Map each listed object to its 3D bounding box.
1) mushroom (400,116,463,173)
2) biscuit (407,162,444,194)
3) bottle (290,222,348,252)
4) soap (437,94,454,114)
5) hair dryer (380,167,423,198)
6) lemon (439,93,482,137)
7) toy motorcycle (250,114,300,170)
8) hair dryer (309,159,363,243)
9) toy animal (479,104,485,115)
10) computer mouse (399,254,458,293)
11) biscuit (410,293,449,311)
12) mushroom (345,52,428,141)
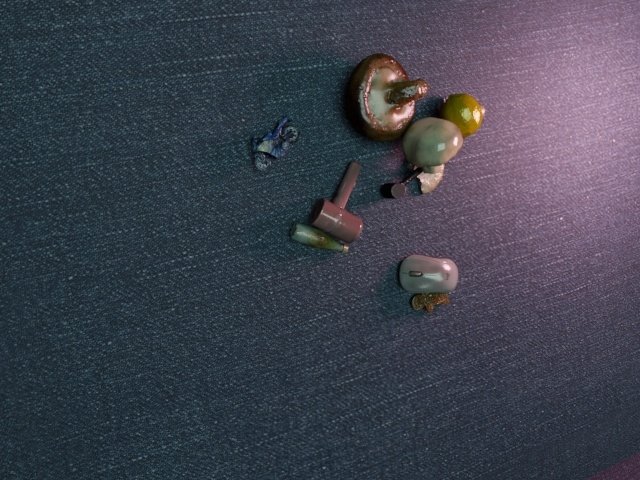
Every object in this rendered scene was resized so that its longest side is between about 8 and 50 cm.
[{"bbox_3d":[0.474,-0.390,1.734,0.253,0.260,0.234,-4,133,22],"label":"mushroom"},{"bbox_3d":[0.495,-0.348,1.896,0.188,0.040,0.266,-1,98,-18],"label":"biscuit"},{"bbox_3d":[0.000,0.000,1.767,0.269,0.083,0.083,22,91,-21],"label":"bottle"},{"bbox_3d":[0.607,-0.597,1.888,0.100,0.056,0.149,-26,104,-10],"label":"soap"},{"bbox_3d":[0.386,-0.279,1.836,0.248,0.114,0.071,-41,108,-11],"label":"hair dryer"},{"bbox_3d":[0.608,-0.544,1.777,0.178,0.178,0.203,-38,107,-9],"label":"lemon"},{"bbox_3d":[-0.194,-0.401,1.653,0.135,0.092,0.254,45,74,-8],"label":"toy motorcycle"},{"bbox_3d":[0.116,-0.184,1.769,0.210,0.125,0.353,27,82,-19],"label":"hair dryer"},{"bbox_3d":[0.714,-0.618,1.909,0.150,0.083,0.089,22,77,-30],"label":"toy animal"},{"bbox_3d":[0.522,0.167,1.917,0.296,0.121,0.185,10,89,-15],"label":"computer mouse"},{"bbox_3d":[0.530,0.280,1.993,0.204,0.031,0.138,-19,98,-15],"label":"biscuit"},{"bbox_3d":[0.253,-0.586,1.712,0.344,0.239,0.346,1,79,-7],"label":"mushroom"}]
